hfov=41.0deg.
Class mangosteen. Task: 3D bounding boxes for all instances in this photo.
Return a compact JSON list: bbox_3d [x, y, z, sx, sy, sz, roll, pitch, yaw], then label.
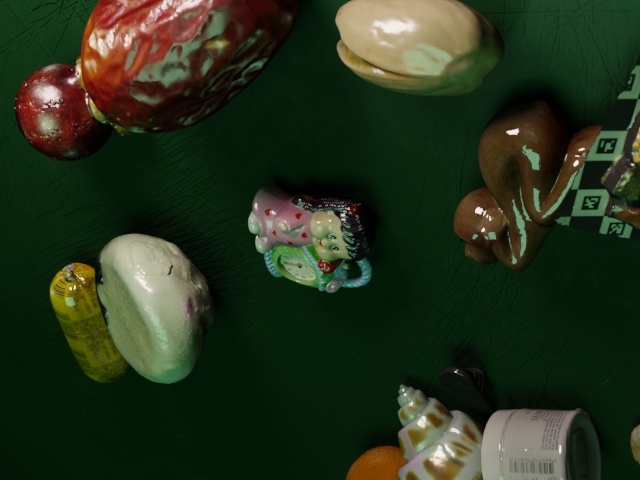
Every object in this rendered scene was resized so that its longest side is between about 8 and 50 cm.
[{"bbox_3d":[-0.396,-0.212,1.385,0.180,0.166,0.166,-17,123,9],"label":"mangosteen"}]

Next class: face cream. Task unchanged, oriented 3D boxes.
[{"bbox_3d":[0.381,0.377,1.464,0.153,0.177,0.177,-9,125,35],"label":"face cream"}]

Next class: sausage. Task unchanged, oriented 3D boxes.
[{"bbox_3d":[-0.486,0.183,1.832,0.123,0.123,0.347,12,135,21],"label":"sausage"}]

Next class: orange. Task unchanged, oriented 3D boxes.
[{"bbox_3d":[0.137,0.519,1.729,0.206,0.206,0.206,17,136,17],"label":"orange"}]

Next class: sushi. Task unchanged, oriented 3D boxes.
[{"bbox_3d":[0.412,-0.095,1.005,0.193,0.043,0.279,11,129,-12],"label":"sushi"}]

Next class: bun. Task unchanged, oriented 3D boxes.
[{"bbox_3d":[-0.292,0.115,1.612,0.293,0.187,0.293,37,141,38],"label":"bun"}]

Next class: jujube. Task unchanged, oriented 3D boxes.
[{"bbox_3d":[-0.180,-0.275,1.150,0.318,0.223,0.223,-25,115,33],"label":"jujube"}]

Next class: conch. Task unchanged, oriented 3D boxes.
[{"bbox_3d":[0.260,0.436,1.588,0.197,0.249,0.367,15,126,59],"label":"conch"}]

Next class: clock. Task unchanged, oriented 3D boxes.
[{"bbox_3d":[0.000,0.000,1.392,0.196,0.100,0.194,7,137,28],"label":"clock"}]

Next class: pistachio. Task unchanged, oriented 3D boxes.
[{"bbox_3d":[0.116,-0.246,1.059,0.226,0.136,0.135,19,138,28],"label":"pistachio"}]

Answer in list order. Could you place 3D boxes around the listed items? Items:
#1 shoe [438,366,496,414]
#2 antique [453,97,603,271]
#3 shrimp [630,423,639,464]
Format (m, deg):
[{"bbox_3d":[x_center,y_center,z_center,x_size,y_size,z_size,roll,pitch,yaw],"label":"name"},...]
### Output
[{"bbox_3d":[0.265,0.251,1.516,0.071,0.049,0.179,2,150,36],"label":"shoe"},{"bbox_3d":[0.262,-0.070,1.151,0.143,0.121,0.256,25,136,8],"label":"antique"},{"bbox_3d":[0.659,0.364,1.367,0.317,0.077,0.168,14,133,23],"label":"shrimp"}]
